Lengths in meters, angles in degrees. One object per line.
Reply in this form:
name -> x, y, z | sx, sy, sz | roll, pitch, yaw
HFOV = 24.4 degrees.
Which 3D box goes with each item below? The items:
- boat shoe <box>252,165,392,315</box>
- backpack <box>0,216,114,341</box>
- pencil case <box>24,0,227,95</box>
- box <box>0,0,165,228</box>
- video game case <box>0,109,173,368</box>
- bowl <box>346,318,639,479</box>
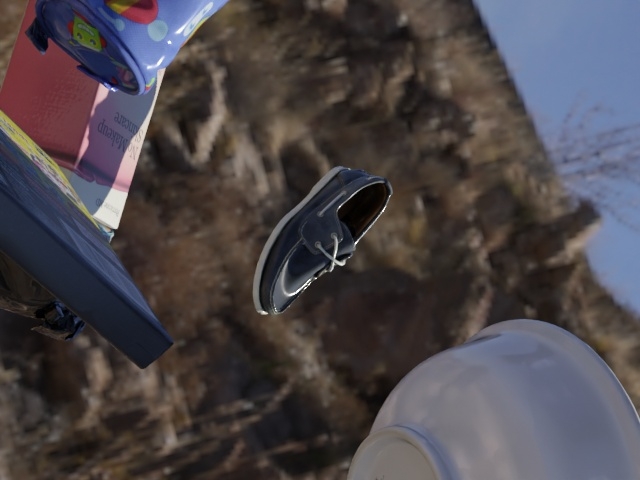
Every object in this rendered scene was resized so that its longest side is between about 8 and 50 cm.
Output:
boat shoe -> 0.000, 0.000, 1.763 | 0.079, 0.233, 0.084 | 16, -38, 34
backpack -> -0.257, 0.019, 1.338 | 0.182, 0.152, 0.115 | 39, 74, -78
pencil case -> -0.104, -0.247, 1.242 | 0.119, 0.306, 0.133 | 37, -23, 11
box -> -0.284, -0.148, 1.711 | 0.148, 0.127, 0.232 | 35, 69, -69
video game case -> -0.234, -0.054, 1.044 | 0.248, 0.035, 0.275 | 50, 1, 43
bowl -> 0.111, 0.209, 1.127 | 0.298, 0.134, 0.298 | -4, -94, 58
